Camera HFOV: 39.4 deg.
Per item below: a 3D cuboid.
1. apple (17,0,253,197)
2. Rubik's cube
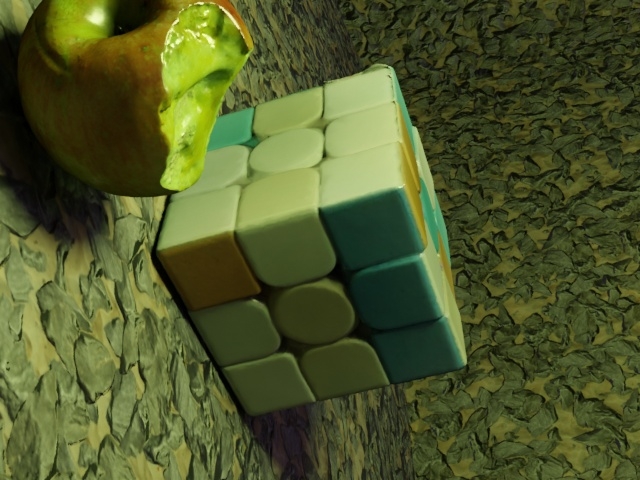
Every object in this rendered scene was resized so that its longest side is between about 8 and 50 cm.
[{"bbox_3d":[-0.184,-0.161,0.938,0.226,0.246,0.246,75,7,-56],"label":"apple"},{"bbox_3d":[0.000,0.000,1.323,0.346,0.347,0.344,-86,157,-53],"label":"Rubik's cube"}]
